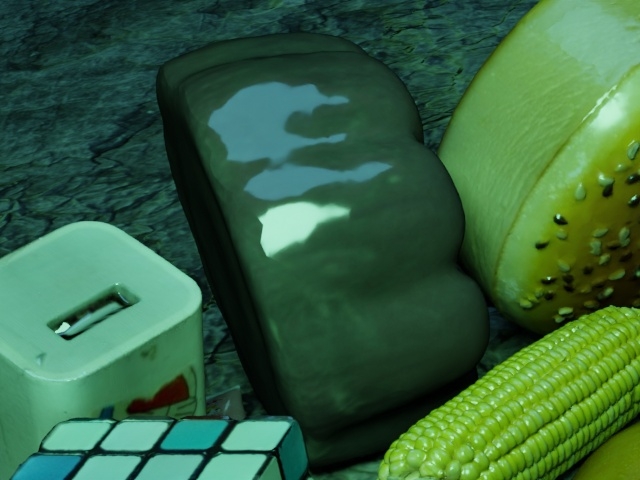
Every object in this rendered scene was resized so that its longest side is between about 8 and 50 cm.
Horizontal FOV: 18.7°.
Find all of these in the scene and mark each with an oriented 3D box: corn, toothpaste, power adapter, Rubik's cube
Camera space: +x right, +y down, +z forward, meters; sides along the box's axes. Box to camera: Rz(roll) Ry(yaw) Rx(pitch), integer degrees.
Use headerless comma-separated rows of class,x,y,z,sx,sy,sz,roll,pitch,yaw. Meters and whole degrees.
corn,0.133,0.114,1.238,0.081,0.081,0.248,11,30,43
toothpaste,-0.071,0.140,1.340,0.067,0.043,0.194,-19,17,-8
power adapter,-0.148,0.113,1.228,0.130,0.205,0.125,-32,48,-33
Rubik's cube,-0.089,0.195,1.059,0.155,0.151,0.154,-2,25,21

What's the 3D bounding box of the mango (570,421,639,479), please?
mango,0.170,0.162,1.092,0.184,0.085,0.102,-35,-5,-36

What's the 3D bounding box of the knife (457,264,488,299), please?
knife,0.089,0.015,1.531,0.245,0.072,0.019,-1,-8,23

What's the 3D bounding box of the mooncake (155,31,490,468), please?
mooncake,0.000,0.000,1.332,0.154,0.306,0.306,-16,22,-9

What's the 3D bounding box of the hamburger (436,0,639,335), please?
hamburger,0.214,-0.062,1.357,0.176,0.300,0.300,42,47,20
